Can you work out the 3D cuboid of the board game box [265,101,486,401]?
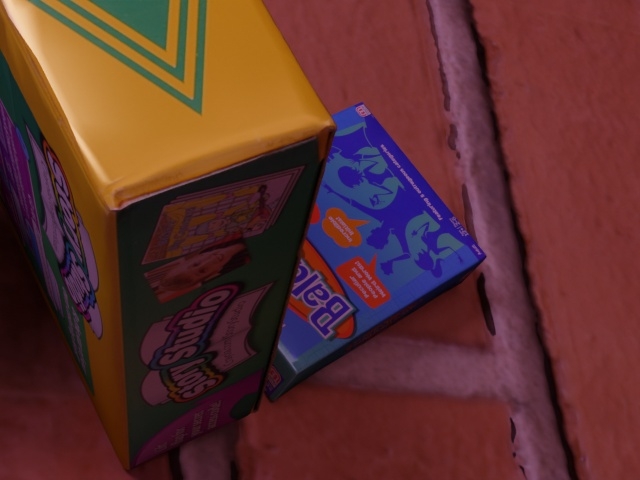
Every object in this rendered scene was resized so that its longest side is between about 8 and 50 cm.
[{"bbox_3d":[0.000,0.000,0.891,0.210,0.047,0.160,-29,75,-39],"label":"board game box"}]

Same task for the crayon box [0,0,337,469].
[{"bbox_3d":[-0.127,-0.078,0.658,0.106,0.363,0.313,-24,71,-18],"label":"crayon box"}]
